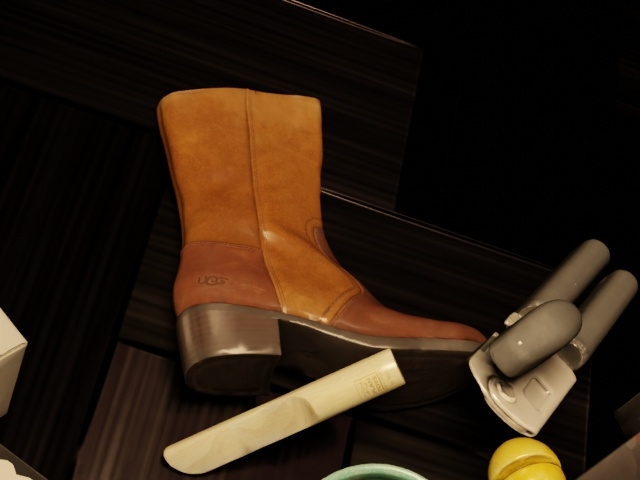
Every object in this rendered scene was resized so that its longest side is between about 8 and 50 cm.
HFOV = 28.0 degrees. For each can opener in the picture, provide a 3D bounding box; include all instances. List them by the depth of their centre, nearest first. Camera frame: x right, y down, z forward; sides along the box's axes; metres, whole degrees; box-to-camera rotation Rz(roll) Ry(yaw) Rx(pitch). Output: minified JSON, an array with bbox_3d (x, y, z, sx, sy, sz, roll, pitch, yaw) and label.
[{"bbox_3d":[0.198,0.068,1.024,0.074,0.093,0.280,50,32,4],"label":"can opener"}]

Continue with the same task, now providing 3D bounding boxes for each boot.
[{"bbox_3d":[0.000,0.000,1.061,0.264,0.096,0.280,1,52,-11],"label":"boot"}]

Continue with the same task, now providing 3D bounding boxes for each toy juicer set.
[{"bbox_3d":[0.064,0.196,0.890,0.209,0.089,0.329,-44,78,-1],"label":"toy juicer set"}]

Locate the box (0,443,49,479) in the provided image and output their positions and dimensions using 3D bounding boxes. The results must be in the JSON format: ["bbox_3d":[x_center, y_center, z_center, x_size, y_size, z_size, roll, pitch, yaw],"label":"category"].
[{"bbox_3d":[-0.124,0.247,0.754,0.270,0.216,0.060,37,56,0],"label":"box"}]

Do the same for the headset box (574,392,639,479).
[{"bbox_3d":[0.305,0.239,0.924,0.110,0.218,0.293,-14,66,-27],"label":"headset box"}]

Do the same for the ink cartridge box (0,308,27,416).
[{"bbox_3d":[-0.304,0.061,0.866,0.127,0.128,0.176,-32,75,-32],"label":"ink cartridge box"}]
